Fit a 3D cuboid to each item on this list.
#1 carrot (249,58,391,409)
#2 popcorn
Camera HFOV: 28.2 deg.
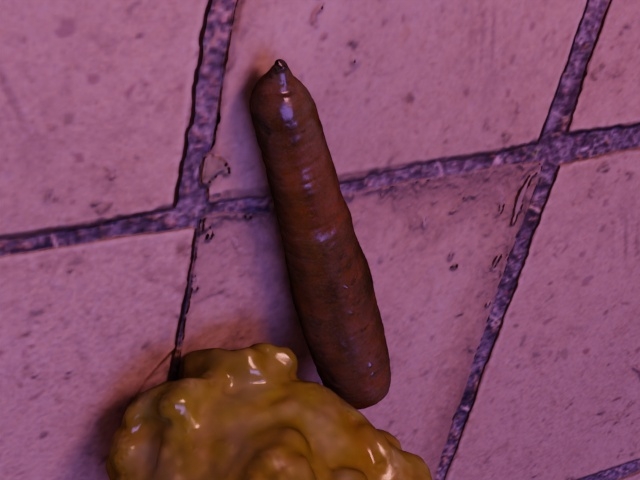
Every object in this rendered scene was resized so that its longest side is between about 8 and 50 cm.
[{"bbox_3d":[0.000,0.001,0.947,0.070,0.070,0.342,-27,133,-14],"label":"carrot"},{"bbox_3d":[-0.031,0.220,0.978,0.242,0.250,0.235,25,101,-48],"label":"popcorn"}]
